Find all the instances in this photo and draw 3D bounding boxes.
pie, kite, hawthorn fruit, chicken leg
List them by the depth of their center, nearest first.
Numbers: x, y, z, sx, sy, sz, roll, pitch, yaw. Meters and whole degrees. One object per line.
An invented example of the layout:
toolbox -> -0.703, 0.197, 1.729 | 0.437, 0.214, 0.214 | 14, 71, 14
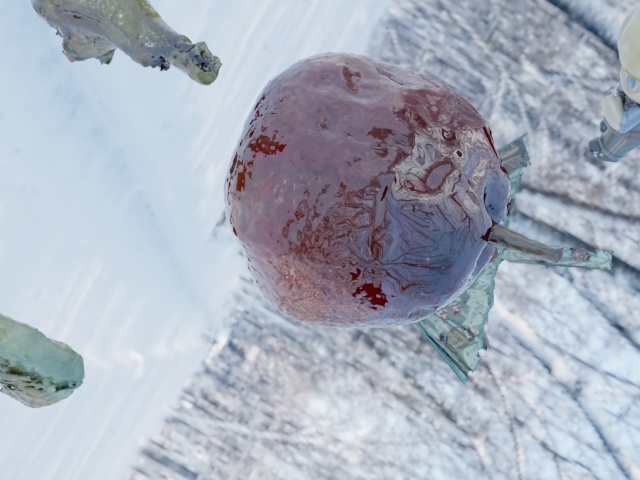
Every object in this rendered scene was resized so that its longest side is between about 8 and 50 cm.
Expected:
chicken leg -> -0.139, -0.151, 0.788 | 0.070, 0.178, 0.093 | -41, 145, -31
hawthorn fruit -> 0.062, -0.026, 0.877 | 0.230, 0.266, 0.210 | -53, 163, -58
pie -> -0.474, 0.118, 1.345 | 0.296, 0.371, 0.078 | 94, 10, -67
kite -> 0.205, 0.007, 1.466 | 0.014, 0.368, 0.406 | 64, 37, -51

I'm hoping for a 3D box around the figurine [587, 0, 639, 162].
figurine -> 0.320, -0.158, 1.072 | 0.114, 0.108, 0.196 | -46, 172, -29
